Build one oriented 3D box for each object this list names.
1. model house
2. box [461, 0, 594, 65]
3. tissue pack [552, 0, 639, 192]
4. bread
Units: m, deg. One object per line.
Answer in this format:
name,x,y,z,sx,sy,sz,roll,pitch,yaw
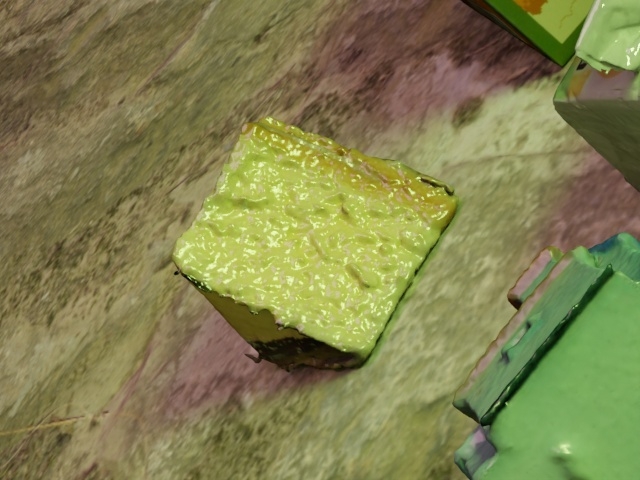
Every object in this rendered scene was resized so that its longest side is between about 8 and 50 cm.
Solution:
model house,0.130,0.064,0.864,0.148,0.119,0.148,-51,14,6
box,0.134,-0.246,1.226,0.177,0.148,0.195,-50,24,6
tissue pack,0.221,-0.149,0.938,0.229,0.145,0.159,-57,24,-12
bread,0.000,0.000,1.191,0.152,0.127,0.147,7,61,43
